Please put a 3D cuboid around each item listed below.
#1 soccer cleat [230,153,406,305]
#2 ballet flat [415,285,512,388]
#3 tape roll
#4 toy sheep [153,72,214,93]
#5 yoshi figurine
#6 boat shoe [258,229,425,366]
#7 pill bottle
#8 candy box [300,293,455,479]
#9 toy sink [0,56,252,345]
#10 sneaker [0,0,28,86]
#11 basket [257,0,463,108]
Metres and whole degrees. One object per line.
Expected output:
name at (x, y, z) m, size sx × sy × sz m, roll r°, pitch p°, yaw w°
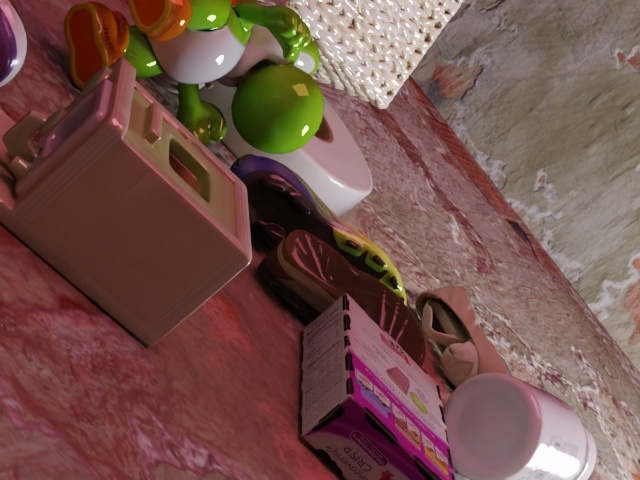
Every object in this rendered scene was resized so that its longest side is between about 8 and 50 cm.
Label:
soccer cleat at (0.001, -0.001, 1.632) m, size 0.289 × 0.093 × 0.121 m, roll 43°, pitch 10°, yaw -27°
ballet flat at (0.187, 0.149, 1.865) m, size 0.086 × 0.086 × 0.248 m, roll 39°, pitch 17°, yaw -35°
tape roll at (-0.076, -0.194, 1.916) m, size 0.392 × 0.072 × 0.392 m, roll 45°, pitch 16°, yaw -17°
toy sheep at (-0.169, -0.220, 1.687) m, size 0.091 × 0.091 × 0.132 m, roll 47°, pitch 1°, yaw -13°
yoshi figurine at (-0.104, -0.191, 1.551) m, size 0.203 × 0.203 × 0.362 m, roll 20°, pitch 8°, yaw 32°
boat shoe at (0.024, 0.075, 1.543) m, size 0.223 × 0.073 × 0.080 m, roll 40°, pitch 43°, yaw -23°
pill bottle at (0.250, 0.244, 1.677) m, size 0.229 × 0.131 × 0.131 m, roll 28°, pitch 26°, yaw -55°
candy box at (0.056, 0.173, 1.405) m, size 0.159 × 0.071 × 0.233 m, roll 45°, pitch 16°, yaw -16°
toy sink at (-0.178, -0.056, 1.161) m, size 0.234 × 0.131 × 0.153 m, roll 44°, pitch 16°, yaw -22°
sneaker at (-0.365, -0.246, 1.148) m, size 0.283 × 0.107 × 0.124 m, roll 50°, pitch 21°, yaw 1°
basket at (-0.001, -0.421, 2.094) m, size 0.328 × 0.266 × 0.331 m, roll 29°, pitch -7°, yaw 40°
